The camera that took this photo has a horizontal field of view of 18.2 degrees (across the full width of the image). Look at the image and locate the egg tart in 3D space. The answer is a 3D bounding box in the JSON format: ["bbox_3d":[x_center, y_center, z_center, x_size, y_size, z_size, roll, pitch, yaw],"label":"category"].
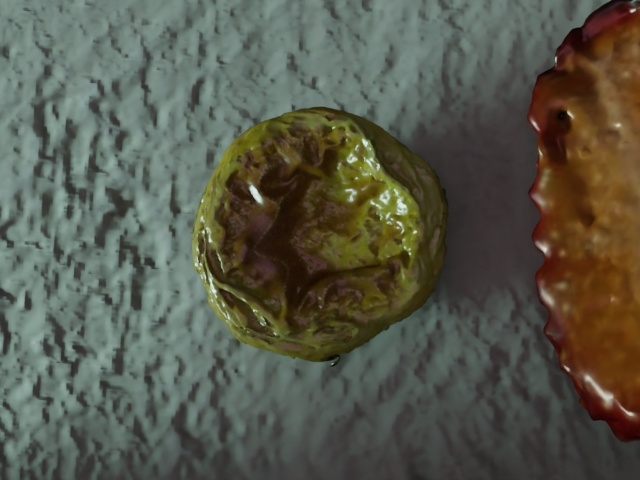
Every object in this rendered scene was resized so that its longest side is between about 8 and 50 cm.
[{"bbox_3d":[0.000,0.000,0.985,0.130,0.052,0.130,-1,83,8],"label":"egg tart"}]

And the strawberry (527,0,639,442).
[{"bbox_3d":[0.193,-0.004,0.936,0.190,0.111,0.236,-33,57,15],"label":"strawberry"}]
